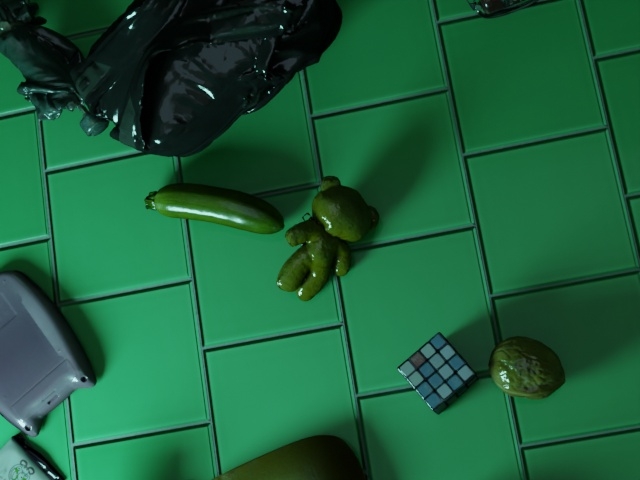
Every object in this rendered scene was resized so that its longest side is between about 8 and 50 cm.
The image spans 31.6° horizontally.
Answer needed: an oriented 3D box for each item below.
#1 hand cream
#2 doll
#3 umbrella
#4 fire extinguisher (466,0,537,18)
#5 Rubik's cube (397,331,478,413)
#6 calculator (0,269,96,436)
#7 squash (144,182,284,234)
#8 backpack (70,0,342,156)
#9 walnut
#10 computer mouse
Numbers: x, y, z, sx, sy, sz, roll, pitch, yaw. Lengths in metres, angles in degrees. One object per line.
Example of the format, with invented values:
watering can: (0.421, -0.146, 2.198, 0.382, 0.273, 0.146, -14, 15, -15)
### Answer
hand cream: (-0.599, 0.482, 1.927, 0.336, 0.076, 0.121, -43, 80, -8)
doll: (0.000, 0.000, 1.917, 0.137, 0.097, 0.209, 35, 93, -23)
umbrella: (-0.505, -0.317, 2.066, 0.143, 0.094, 0.349, -41, 76, -8)
fire extinguisher: (0.332, -0.430, 1.975, 0.158, 0.043, 0.064, -20, 117, 5)
Rubik's cube: (0.191, 0.216, 1.829, 0.092, 0.092, 0.092, -40, 74, -1)
calculator: (-0.535, 0.185, 1.986, 0.194, 0.043, 0.294, -41, 73, 0)
squash: (-0.185, -0.060, 1.968, 0.258, 0.069, 0.069, 11, 80, 11)
backpack: (-0.207, -0.341, 1.946, 0.363, 0.255, 0.446, 41, 90, 22)
walnut: (0.329, 0.205, 1.804, 0.124, 0.105, 0.105, 14, 80, 22)
computer mouse: (-0.076, 0.431, 1.840, 0.310, 0.072, 0.158, -25, 73, 4)
